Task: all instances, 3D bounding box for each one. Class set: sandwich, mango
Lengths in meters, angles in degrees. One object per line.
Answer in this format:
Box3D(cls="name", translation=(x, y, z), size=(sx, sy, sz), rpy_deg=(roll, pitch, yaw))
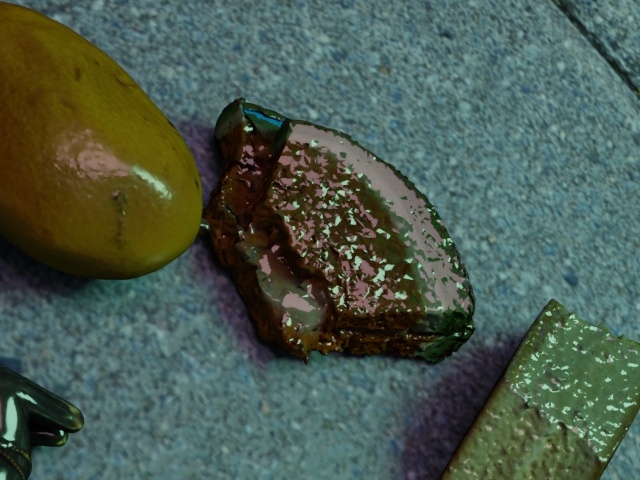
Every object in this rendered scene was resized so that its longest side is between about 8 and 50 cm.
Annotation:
Box3D(cls="sandwich", translation=(0.005, -0.010, 1.134), size=(0.159, 0.079, 0.235), rpy_deg=(-19, 71, -38))
Box3D(cls="sandwich", translation=(0.169, 0.118, 1.126), size=(0.094, 0.096, 0.258), rpy_deg=(32, 47, 8))
Box3D(cls="mango", translation=(-0.175, -0.068, 1.049), size=(0.227, 0.109, 0.147), rpy_deg=(47, 52, 8))

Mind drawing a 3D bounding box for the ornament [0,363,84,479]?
Box3D(cls="ornament", translation=(-0.246, 0.156, 0.870), size=(0.202, 0.080, 0.236), rpy_deg=(24, 50, -19))
